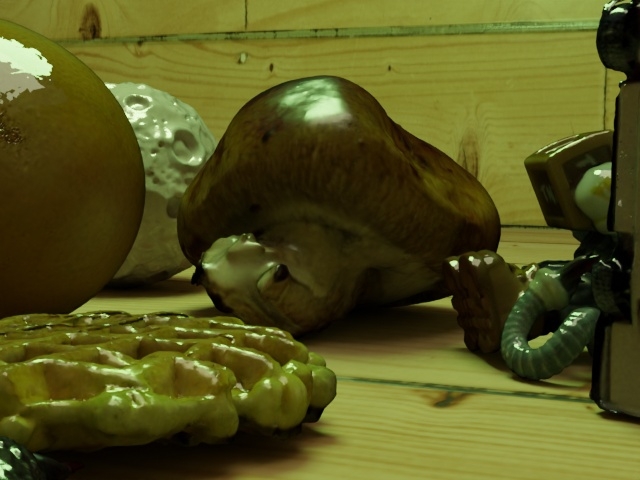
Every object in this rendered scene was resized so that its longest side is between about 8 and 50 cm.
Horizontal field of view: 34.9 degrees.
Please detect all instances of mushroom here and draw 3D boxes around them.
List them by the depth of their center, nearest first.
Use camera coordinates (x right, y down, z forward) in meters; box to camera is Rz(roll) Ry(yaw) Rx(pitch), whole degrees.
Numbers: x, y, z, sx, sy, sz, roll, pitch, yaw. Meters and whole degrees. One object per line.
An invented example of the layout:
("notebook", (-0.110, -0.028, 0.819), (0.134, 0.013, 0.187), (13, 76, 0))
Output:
("mushroom", (0.000, 0.000, 1.009), (0.345, 0.259, 0.345), (8, -23, 3))

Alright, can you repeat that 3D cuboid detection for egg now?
("egg", (-0.311, -0.053, 0.867), (0.351, 0.282, 0.282), (11, 9, 34))

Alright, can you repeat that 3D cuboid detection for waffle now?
("waffle", (-0.145, 0.077, 0.596), (0.282, 0.058, 0.301), (1, 1, 42))

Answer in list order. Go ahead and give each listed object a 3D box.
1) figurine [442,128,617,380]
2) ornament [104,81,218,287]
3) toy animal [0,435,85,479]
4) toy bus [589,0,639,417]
("figurine", (0.294, -0.017, 0.858), (0.382, 0.186, 0.261), (-16, 10, -6))
("ornament", (-0.234, -0.072, 1.269), (0.225, 0.259, 0.259), (-14, 7, -12))
("toy animal", (-0.128, 0.104, 0.375), (0.105, 0.070, 0.202), (10, -2, 3))
("toy bus", (0.247, -0.046, 0.643), (0.112, 0.317, 0.138), (7, 3, 41))
